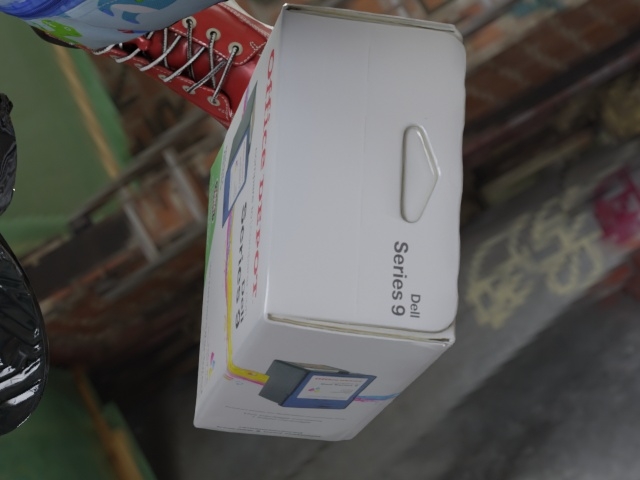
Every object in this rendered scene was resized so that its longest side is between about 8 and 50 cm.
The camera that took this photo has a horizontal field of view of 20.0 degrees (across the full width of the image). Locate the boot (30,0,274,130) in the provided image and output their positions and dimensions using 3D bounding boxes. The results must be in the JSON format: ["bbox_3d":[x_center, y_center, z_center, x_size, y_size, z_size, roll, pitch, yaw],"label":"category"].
[{"bbox_3d":[-0.088,-0.116,1.177,0.244,0.088,0.176,37,-161,31],"label":"boot"}]

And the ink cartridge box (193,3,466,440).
[{"bbox_3d":[0.000,0.000,0.886,0.212,0.093,0.154,128,146,-68],"label":"ink cartridge box"}]

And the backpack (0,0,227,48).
[{"bbox_3d":[-0.076,-0.227,0.766,0.273,0.355,0.290,15,-107,-14],"label":"backpack"}]

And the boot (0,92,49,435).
[{"bbox_3d":[-0.233,-0.009,1.189,0.207,0.094,0.246,-65,-50,-80],"label":"boot"}]
